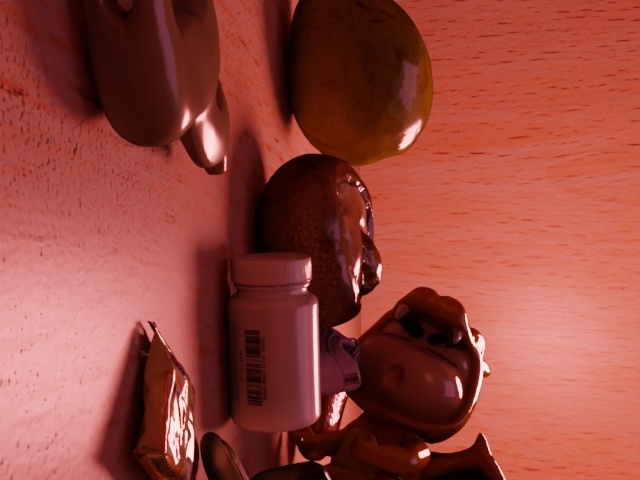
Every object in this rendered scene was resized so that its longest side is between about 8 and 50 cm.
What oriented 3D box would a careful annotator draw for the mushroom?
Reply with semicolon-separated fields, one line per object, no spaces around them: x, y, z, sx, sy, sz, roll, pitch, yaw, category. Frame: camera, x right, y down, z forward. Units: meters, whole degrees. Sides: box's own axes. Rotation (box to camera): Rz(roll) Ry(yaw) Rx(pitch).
0.000;0.000;1.099;0.253;0.154;0.253;-10;90;-76;mushroom

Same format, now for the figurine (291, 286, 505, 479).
0.112;0.293;1.244;0.387;0.268;0.401;-61;-170;-21;figurine

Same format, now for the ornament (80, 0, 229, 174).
-0.110;-0.139;0.607;0.230;0.061;0.244;-81;167;-65;ornament

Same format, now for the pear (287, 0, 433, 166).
0.062;-0.277;1.345;0.253;0.253;0.307;-11;92;-83;pear

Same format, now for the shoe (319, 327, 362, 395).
-0.004;0.153;1.157;0.245;0.138;0.095;-71;162;-70;shoe

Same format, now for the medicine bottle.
-0.052;0.110;0.892;0.103;0.103;0.186;-42;130;-81;medicine bottle

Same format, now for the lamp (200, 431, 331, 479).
-0.067;0.286;0.853;0.283;0.125;0.203;17;52;-80;lamp

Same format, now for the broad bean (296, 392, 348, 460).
-0.001;0.302;1.386;0.114;0.085;0.165;50;42;-46;broad bean

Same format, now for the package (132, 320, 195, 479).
-0.120;0.139;0.628;0.108;0.031;0.120;81;6;-54;package
